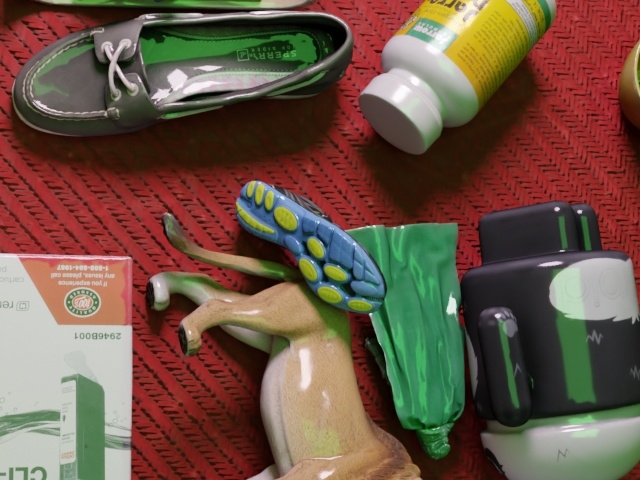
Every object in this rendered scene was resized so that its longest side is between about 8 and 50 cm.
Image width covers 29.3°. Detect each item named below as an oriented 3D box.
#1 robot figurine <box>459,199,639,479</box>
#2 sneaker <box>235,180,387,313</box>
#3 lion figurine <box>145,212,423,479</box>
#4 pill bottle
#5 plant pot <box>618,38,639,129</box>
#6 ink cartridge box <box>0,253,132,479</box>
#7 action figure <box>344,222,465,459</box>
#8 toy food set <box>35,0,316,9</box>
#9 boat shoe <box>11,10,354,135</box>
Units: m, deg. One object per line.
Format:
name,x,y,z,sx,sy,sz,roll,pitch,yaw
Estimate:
robot figurine,0.225,0.105,1.193,0.209,0.173,0.278,-5,85,-17
sneaker,0.000,0.000,1.166,0.078,0.188,0.067,0,122,-51
lion figurine,-0.014,0.153,1.145,0.240,0.142,0.392,-7,80,-23
pill bottle,0.135,-0.190,1.245,0.117,0.117,0.208,43,74,-6
plant pot,0.375,-0.164,1.318,0.134,0.095,0.134,2,82,-15
ink cartridge box,-0.270,0.153,1.084,0.196,0.114,0.273,1,82,-16
action figure,0.095,0.101,1.215,0.137,0.063,0.232,-5,78,-25
toy food set,-0.144,-0.344,1.186,0.306,0.092,0.220,1,81,-4
boat shoe,-0.128,-0.175,1.181,0.335,0.095,0.112,-10,84,-17
